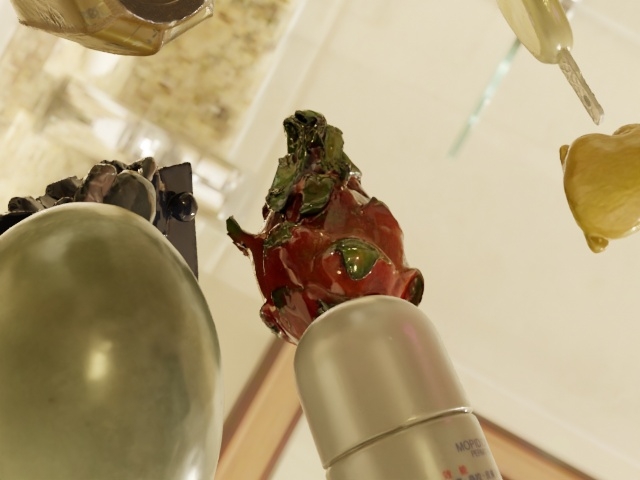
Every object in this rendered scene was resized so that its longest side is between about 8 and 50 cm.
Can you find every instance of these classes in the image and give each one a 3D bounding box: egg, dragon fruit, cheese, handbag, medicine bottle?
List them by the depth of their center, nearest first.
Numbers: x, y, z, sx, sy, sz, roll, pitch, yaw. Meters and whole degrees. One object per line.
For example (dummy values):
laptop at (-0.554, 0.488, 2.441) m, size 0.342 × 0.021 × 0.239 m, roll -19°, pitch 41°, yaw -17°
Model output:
medicine bottle at (0.080, 0.204, 1.042) m, size 0.130 × 0.341 × 0.130 m, roll -19°, pitch 164°, yaw -6°
egg at (-0.210, 0.142, 1.165) m, size 0.258 × 0.258 × 0.352 m, roll 113°, pitch -26°, yaw -76°
handbag at (-0.231, 0.032, 1.425) m, size 0.325 × 0.118 × 0.269 m, roll -35°, pitch 130°, yaw -63°
dragon fruit at (0.002, -0.003, 1.439) m, size 0.200 × 0.198 × 0.269 m, roll -128°, pitch -151°, yaw -77°
cheese at (0.302, -0.257, 1.747) m, size 0.054 × 0.252 × 0.127 m, roll -26°, pitch 162°, yaw -3°

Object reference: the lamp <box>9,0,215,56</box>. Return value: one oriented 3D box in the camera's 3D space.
lamp at (-0.167, -0.226, 1.055) m, size 0.185 × 0.161 × 0.161 m, roll 13°, pitch -110°, yaw 53°

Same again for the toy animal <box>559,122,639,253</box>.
toy animal at (0.247, -0.055, 0.929) m, size 0.159 × 0.070 × 0.083 m, roll -27°, pitch -130°, yaw 33°
